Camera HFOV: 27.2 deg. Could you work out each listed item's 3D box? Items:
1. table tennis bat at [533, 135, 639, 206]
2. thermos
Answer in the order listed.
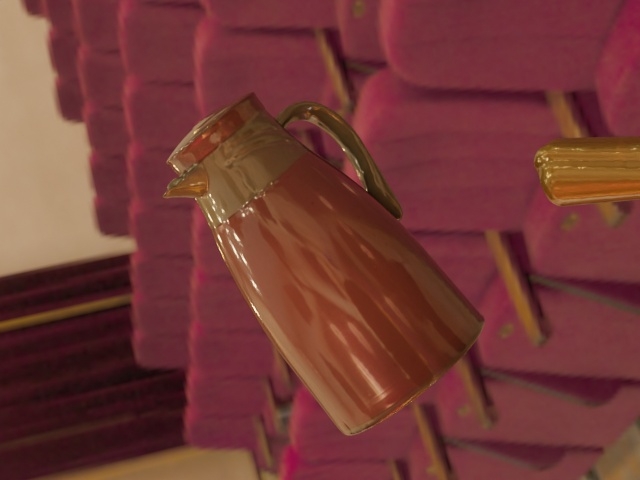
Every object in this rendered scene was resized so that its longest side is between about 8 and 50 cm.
[{"bbox_3d":[0.304,-0.052,0.899,0.198,0.321,0.050,61,-143,-46],"label":"table tennis bat"},{"bbox_3d":[0.000,0.000,1.052,0.265,0.176,0.146,52,143,-3],"label":"thermos"}]
